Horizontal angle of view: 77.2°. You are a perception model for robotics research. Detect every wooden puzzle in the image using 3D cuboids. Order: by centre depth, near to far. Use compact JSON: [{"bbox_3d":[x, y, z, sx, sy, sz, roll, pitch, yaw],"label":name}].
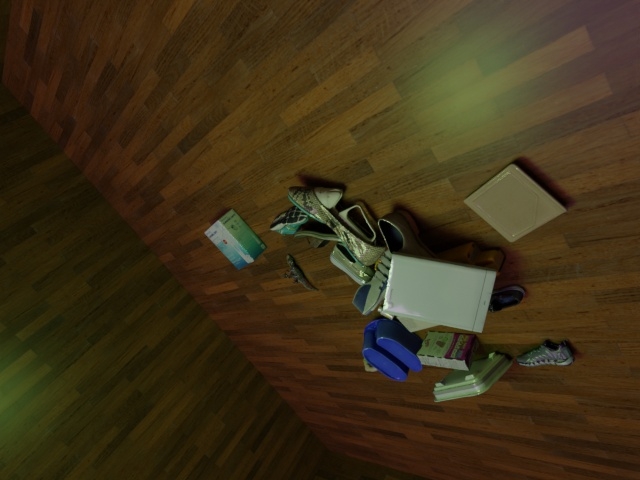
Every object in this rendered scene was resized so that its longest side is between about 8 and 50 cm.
[{"bbox_3d":[0.620,-0.118,1.294,0.221,0.044,0.238,41,147,-1],"label":"wooden puzzle"}]

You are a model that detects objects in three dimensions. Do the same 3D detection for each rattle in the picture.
[{"bbox_3d":[0.354,0.685,2.278,0.200,0.130,0.143,-34,115,24],"label":"rattle"}]

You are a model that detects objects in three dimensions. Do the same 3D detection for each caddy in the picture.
[{"bbox_3d":[0.371,0.544,2.037,0.341,0.179,0.241,38,124,-8],"label":"caddy"}]

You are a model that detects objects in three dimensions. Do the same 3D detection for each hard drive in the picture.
[{"bbox_3d":[0.414,0.182,1.427,0.353,0.047,0.233,10,106,11],"label":"hard drive"}]

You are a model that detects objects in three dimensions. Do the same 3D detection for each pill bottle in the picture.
[{"bbox_3d":[0.329,0.358,1.996,0.083,0.043,0.043,28,140,16],"label":"pill bottle"}]

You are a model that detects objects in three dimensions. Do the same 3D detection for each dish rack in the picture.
[{"bbox_3d":[0.663,0.603,1.791,0.072,0.285,0.333,58,144,11],"label":"dish rack"}]

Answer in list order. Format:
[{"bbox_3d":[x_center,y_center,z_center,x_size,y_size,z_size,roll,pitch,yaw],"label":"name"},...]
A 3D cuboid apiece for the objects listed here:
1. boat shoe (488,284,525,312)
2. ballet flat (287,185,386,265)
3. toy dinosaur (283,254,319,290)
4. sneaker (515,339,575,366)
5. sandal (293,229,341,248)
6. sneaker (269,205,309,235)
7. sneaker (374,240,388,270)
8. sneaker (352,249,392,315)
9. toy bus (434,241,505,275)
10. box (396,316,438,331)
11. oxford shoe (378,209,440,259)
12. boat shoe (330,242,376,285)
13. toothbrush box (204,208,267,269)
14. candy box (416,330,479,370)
[{"bbox_3d":[0.685,0.244,1.559,0.080,0.076,0.228,47,142,-8],"label":"boat shoe"},{"bbox_3d":[0.088,-0.104,1.675,0.483,0.164,0.182,43,122,-1],"label":"ballet flat"},{"bbox_3d":[-0.132,0.200,2.219,0.118,0.064,0.268,-20,116,41],"label":"toy dinosaur"},{"bbox_3d":[0.887,0.444,1.607,0.224,0.083,0.098,-22,88,46],"label":"sneaker"},{"bbox_3d":[0.000,0.000,1.847,0.303,0.120,0.086,10,96,32],"label":"sandal"},{"bbox_3d":[-0.132,-0.088,1.927,0.110,0.107,0.275,35,151,-26],"label":"sneaker"},{"bbox_3d":[0.277,0.072,1.742,0.064,0.067,0.175,25,138,22],"label":"sneaker"},{"bbox_3d":[0.296,0.198,1.724,0.182,0.315,0.127,24,-164,-36],"label":"sneaker"},{"bbox_3d":[0.521,0.101,1.533,0.130,0.108,0.333,51,141,-10],"label":"toy bus"},{"bbox_3d":[0.479,0.319,1.792,0.113,0.094,0.275,47,141,-8],"label":"box"},{"bbox_3d":[0.339,0.072,1.512,0.140,0.146,0.397,-45,69,43],"label":"oxford shoe"},{"bbox_3d":[0.173,0.119,1.845,0.302,0.109,0.094,30,139,18],"label":"boat shoe"},{"bbox_3d":[-0.478,-0.003,2.256,0.295,0.126,0.216,51,141,-11],"label":"toothbrush box"},{"bbox_3d":[0.580,0.499,1.829,0.233,0.159,0.071,-6,121,44],"label":"candy box"}]
